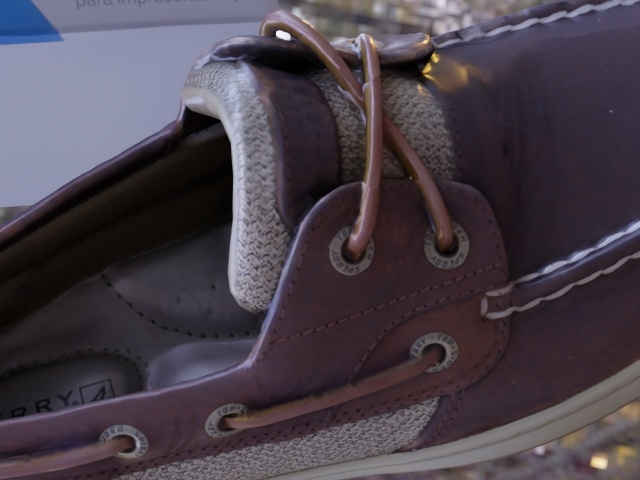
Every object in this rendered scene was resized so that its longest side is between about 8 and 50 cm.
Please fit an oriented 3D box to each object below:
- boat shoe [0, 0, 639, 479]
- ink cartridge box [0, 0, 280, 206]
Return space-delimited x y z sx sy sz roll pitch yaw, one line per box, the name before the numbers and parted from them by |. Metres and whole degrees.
boat shoe | 0.000 0.000 0.536 0.123 0.342 0.123 60 -170 -59
ink cartridge box | -0.141 -0.146 0.680 0.168 0.171 0.233 136 123 -60
